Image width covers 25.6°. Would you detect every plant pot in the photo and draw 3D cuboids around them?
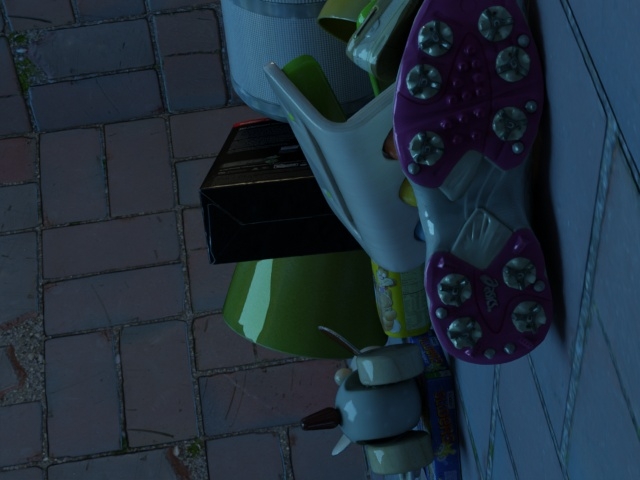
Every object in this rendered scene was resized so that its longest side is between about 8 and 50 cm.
[{"bbox_3d":[0.000,0.000,2.253,0.275,0.275,0.293,-107,26,-70],"label":"plant pot"},{"bbox_3d":[0.075,-0.231,1.355,0.134,0.134,0.095,148,142,-86],"label":"plant pot"}]

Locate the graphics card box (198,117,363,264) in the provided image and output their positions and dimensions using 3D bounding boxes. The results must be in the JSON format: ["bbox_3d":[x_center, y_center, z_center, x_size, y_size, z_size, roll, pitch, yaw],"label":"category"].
[{"bbox_3d":[-0.002,-0.074,1.632,0.371,0.233,0.094,-83,-13,-75],"label":"graphics card box"}]

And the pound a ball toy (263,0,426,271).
[{"bbox_3d":[0.090,-0.117,1.220,0.136,0.208,0.319,49,173,27],"label":"pound a ball toy"}]

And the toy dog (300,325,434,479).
[{"bbox_3d":[0.047,0.211,1.839,0.333,0.161,0.220,96,166,-74],"label":"toy dog"}]

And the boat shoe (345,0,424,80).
[{"bbox_3d":[0.066,-0.186,1.073,0.045,0.135,0.050,29,167,33],"label":"boat shoe"}]

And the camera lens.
[{"bbox_3d":[-0.009,-0.291,1.669,0.219,0.219,0.274,-102,5,-50],"label":"camera lens"}]

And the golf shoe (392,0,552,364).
[{"bbox_3d":[0.115,-0.062,1.103,0.140,0.115,0.306,-86,-8,-73],"label":"golf shoe"}]

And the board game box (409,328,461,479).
[{"bbox_3d":[0.150,0.235,1.842,0.136,0.035,0.201,-106,9,-66],"label":"board game box"}]

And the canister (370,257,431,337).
[{"bbox_3d":[0.101,0.028,1.851,0.126,0.073,0.170,-103,5,-60],"label":"canister"}]
